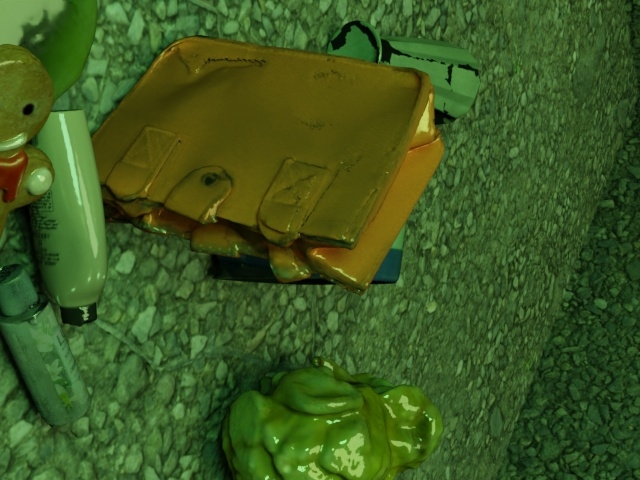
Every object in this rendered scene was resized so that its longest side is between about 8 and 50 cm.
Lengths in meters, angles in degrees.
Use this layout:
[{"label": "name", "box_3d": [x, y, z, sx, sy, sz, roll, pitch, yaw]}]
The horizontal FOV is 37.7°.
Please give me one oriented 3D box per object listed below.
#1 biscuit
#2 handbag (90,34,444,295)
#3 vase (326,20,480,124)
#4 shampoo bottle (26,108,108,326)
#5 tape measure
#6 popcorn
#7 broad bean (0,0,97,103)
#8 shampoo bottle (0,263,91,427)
[{"label": "biscuit", "box_3d": [-0.361, -0.049, 0.942, 0.205, 0.049, 0.324, 5, 122, -57]}, {"label": "handbag", "box_3d": [-0.077, -0.112, 1.170, 0.303, 0.410, 0.116, -59, 149, -32]}, {"label": "vase", "box_3d": [0.160, -0.310, 1.734, 0.360, 0.165, 0.165, 2, 97, -54]}, {"label": "shampoo bottle", "box_3d": [-0.299, -0.025, 1.108, 0.078, 0.127, 0.257, -12, 104, -45]}, {"label": "tape measure", "box_3d": [-0.002, -0.001, 1.475, 0.259, 0.262, 0.138, 6, 83, -59]}, {"label": "popcorn", "box_3d": [0.007, 0.337, 1.542, 0.334, 0.292, 0.294, -15, 116, -50]}, {"label": "broad bean", "box_3d": [-0.344, -0.237, 0.976, 0.238, 0.119, 0.291, -11, 108, -39]}, {"label": "shampoo bottle", "box_3d": [-0.340, 0.127, 1.134, 0.072, 0.072, 0.214, -46, 134, -42]}]
